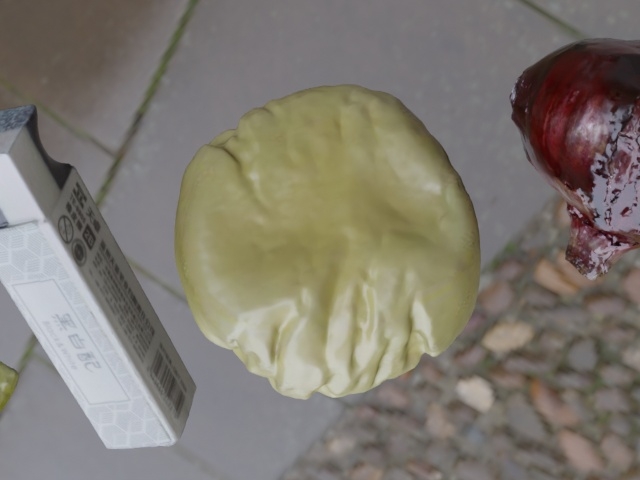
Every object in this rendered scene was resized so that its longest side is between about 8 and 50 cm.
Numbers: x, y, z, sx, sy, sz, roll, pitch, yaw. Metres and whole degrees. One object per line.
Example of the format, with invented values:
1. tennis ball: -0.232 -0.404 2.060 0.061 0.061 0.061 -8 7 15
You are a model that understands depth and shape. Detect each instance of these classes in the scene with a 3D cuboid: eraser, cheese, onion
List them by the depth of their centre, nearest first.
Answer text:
1. cheese: 0.000 0.000 1.266 0.117 0.214 0.226 96 150 -63
2. onion: 0.275 -0.069 1.518 0.252 0.219 0.252 29 -175 -3
3. eraser: -0.259 0.048 1.822 0.096 0.098 0.404 -10 126 23

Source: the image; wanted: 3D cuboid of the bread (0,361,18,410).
1. bread: -0.362 0.227 1.300 0.077 0.361 0.138 38 161 -9
